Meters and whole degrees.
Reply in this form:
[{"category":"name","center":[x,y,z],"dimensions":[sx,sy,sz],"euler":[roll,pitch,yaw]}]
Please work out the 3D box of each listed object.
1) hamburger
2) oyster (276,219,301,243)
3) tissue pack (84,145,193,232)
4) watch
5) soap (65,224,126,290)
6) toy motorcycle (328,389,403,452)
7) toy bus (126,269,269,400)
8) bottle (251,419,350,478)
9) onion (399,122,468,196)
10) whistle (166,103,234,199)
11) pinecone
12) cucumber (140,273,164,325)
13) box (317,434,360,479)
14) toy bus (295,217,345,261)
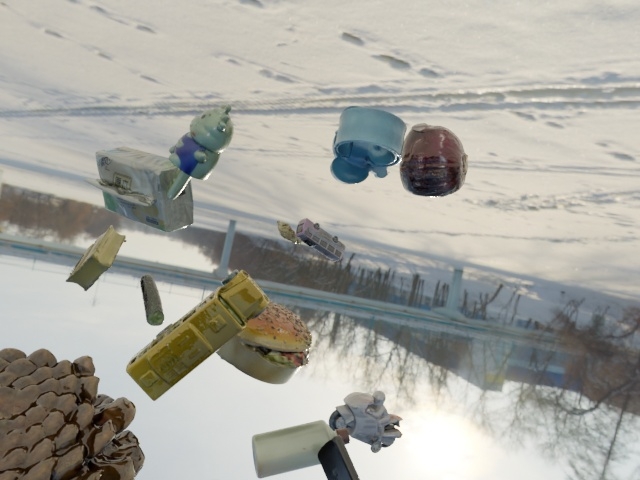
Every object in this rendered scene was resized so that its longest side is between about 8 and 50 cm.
[{"category":"hamburger","center":[-0.159,0.268,1.363],"dimensions":[0.300,0.176,0.300],"euler":[26,-175,-3]},{"category":"oyster","center":[-0.090,-0.031,1.482],"dimensions":[0.083,0.038,0.081],"euler":[17,-148,-35]},{"category":"tissue pack","center":[-0.432,-0.117,1.135],"dimensions":[0.229,0.159,0.145],"euler":[19,-150,29]},{"category":"watch","center":[0.127,-0.247,1.202],"dimensions":[0.211,0.211,0.193],"euler":[13,171,-20]},{"category":"soap","center":[-0.717,0.056,1.559],"dimensions":[0.076,0.135,0.233],"euler":[44,-167,-22]},{"category":"toy motorcycle","center":[0.153,0.542,1.486],"dimensions":[0.260,0.171,0.110],"euler":[28,178,-24]},{"category":"toy bus","center":[-0.277,0.213,1.106],"dimensions":[0.121,0.335,0.123],"euler":[51,179,-7]},{"category":"bottle","center":[-0.045,0.515,1.210],"dimensions":[0.245,0.104,0.104],"euler":[-6,-177,-15]},{"category":"onion","center":[0.350,-0.254,1.521],"dimensions":[0.216,0.206,0.207],"euler":[3,-154,20]},{"category":"whistle","center":[-0.257,-0.186,1.008],"dimensions":[0.092,0.244,0.110],"euler":[29,-156,-32]},{"category":"pinecone","center":[-0.428,0.368,0.672],"dimensions":[0.384,0.384,0.384],"euler":[12,179,0]},{"category":"cucumber","center":[-0.520,0.170,1.482],"dimensions":[0.052,0.058,0.215],"euler":[-18,-138,-14]},{"category":"box","center":[0.044,0.514,1.079],"dimensions":[0.027,0.126,0.125],"euler":[-10,-125,-30]},{"category":"toy bus","center":[0.000,0.000,1.140],"dimensions":[0.130,0.052,0.037],"euler":[35,150,-26]}]
